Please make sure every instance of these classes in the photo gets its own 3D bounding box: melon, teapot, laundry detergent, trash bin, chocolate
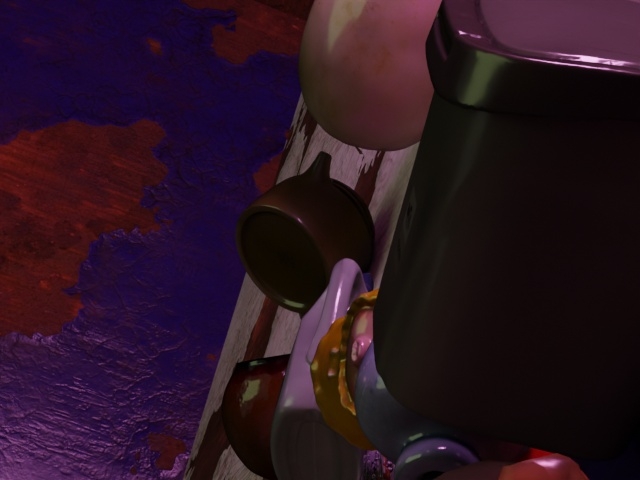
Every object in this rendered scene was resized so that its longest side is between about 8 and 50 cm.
[{"bbox_3d":[0.093,-0.260,1.649,0.223,0.223,0.316,-89,18,-66],"label":"melon"},{"bbox_3d":[0.000,0.000,1.867,0.175,0.186,0.267,-35,-47,-37],"label":"teapot"},{"bbox_3d":[0.021,0.133,1.463,0.214,0.105,0.280,86,-165,-47],"label":"laundry detergent"},{"bbox_3d":[0.151,-0.019,0.797,0.220,0.219,0.250,-83,9,-66],"label":"trash bin"},{"bbox_3d":[-0.050,0.229,1.689,0.177,0.177,0.176,-159,90,-82],"label":"chocolate"}]

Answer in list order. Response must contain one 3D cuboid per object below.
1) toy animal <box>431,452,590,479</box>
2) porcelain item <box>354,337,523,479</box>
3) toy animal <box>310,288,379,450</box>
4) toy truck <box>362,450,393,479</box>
[{"bbox_3d":[0.113,0.196,0.668,0.281,0.195,0.169,128,122,-75],"label":"toy animal"},{"bbox_3d":[0.101,0.086,1.022,0.141,0.141,0.259,119,165,-45],"label":"porcelain item"},{"bbox_3d":[0.070,0.123,1.212,0.230,0.156,0.156,-24,45,64],"label":"toy animal"},{"bbox_3d":[0.057,0.245,1.317,0.024,0.032,0.083,-60,13,28],"label":"toy truck"}]
